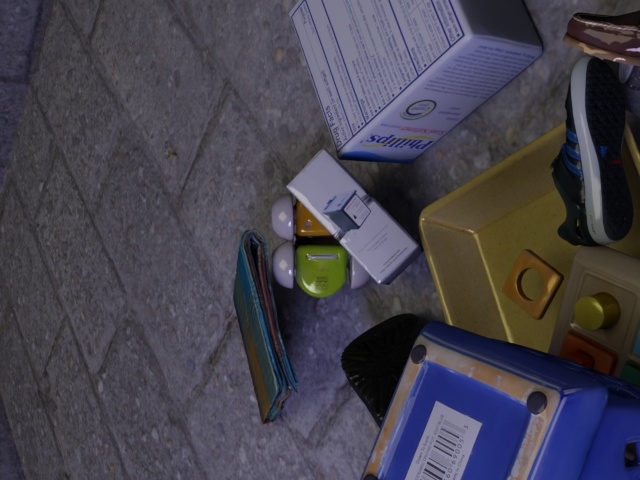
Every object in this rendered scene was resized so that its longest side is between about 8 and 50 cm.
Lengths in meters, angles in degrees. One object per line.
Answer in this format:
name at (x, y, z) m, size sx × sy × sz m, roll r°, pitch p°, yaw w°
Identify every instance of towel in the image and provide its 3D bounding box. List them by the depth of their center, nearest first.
towel at (-0.101, 0.162, 1.372) m, size 0.370 × 0.040 × 0.271 m, roll 111°, pitch 146°, yaw -69°

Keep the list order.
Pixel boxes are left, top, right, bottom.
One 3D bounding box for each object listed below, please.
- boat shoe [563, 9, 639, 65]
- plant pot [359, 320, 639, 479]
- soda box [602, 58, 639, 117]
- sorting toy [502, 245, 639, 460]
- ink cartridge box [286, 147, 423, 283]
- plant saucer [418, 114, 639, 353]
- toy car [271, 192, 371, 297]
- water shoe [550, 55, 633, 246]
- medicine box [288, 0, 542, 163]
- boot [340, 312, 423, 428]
boat shoe at (0.361, -0.213, 0.831) m, size 0.207 × 0.073 × 0.073 m, roll 17°, pitch 125°, yaw 17°
plant pot at (0.179, 0.213, 0.752) m, size 0.236 × 0.212 × 0.236 m, roll 19°, pitch 85°, yaw 50°
soda box at (0.379, -0.153, 0.872) m, size 0.169 × 0.053 × 0.060 m, roll 47°, pitch 125°, yaw 40°
sorting toy at (0.311, 0.120, 0.836) m, size 0.347 × 0.047 × 0.196 m, roll 30°, pitch 113°, yaw 47°
ink cartridge box at (0.053, -0.030, 1.152) m, size 0.190 × 0.139 × 0.082 m, roll 45°, pitch 94°, yaw 10°
plant saucer at (0.292, 0.053, 0.962) m, size 0.333 × 0.081 × 0.333 m, roll -34°, pitch 65°, yaw 46°
toy car at (0.000, 0.000, 1.301) m, size 0.136 × 0.159 × 0.182 m, roll 176°, pitch 93°, yaw -86°
water shoe at (0.277, -0.094, 0.859) m, size 0.080 × 0.073 × 0.203 m, roll -12°, pitch 79°, yaw 56°
medicine box at (0.118, -0.292, 1.124) m, size 0.289 × 0.149 × 0.263 m, roll -39°, pitch 60°, yaw 45°
boot at (0.145, 0.272, 1.109) m, size 0.260 × 0.131 × 0.348 m, roll 63°, pitch -176°, yaw -18°
